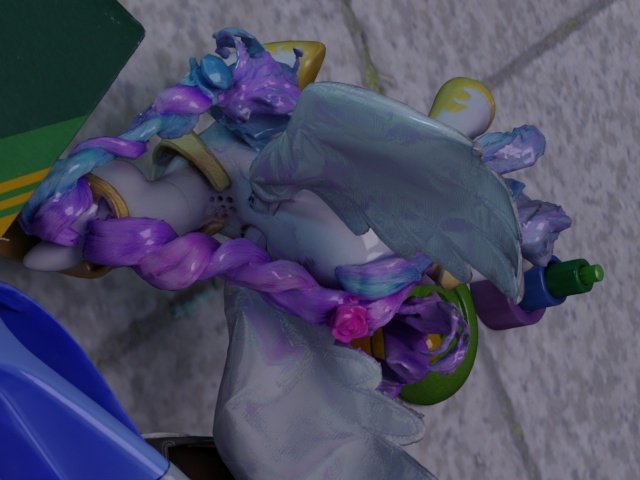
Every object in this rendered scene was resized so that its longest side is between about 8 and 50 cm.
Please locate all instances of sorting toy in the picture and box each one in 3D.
[{"bbox_3d":[0.103,0.059,1.418,0.365,0.126,0.127,-17,93,-52],"label":"sorting toy"}]

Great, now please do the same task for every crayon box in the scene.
[{"bbox_3d":[-0.236,0.005,0.927,0.083,0.203,0.323,46,46,-17],"label":"crayon box"}]

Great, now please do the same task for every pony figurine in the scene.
[{"bbox_3d":[0.000,0.000,1.168,0.363,0.351,0.302,-25,138,-52],"label":"pony figurine"}]

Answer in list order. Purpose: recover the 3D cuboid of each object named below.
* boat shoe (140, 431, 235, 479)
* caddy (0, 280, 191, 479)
[{"bbox_3d":[-0.120,0.148,1.145,0.233,0.079,0.084,9,74,-49],"label":"boat shoe"},{"bbox_3d":[-0.124,0.182,0.949,0.341,0.179,0.241,59,9,-23],"label":"caddy"}]
